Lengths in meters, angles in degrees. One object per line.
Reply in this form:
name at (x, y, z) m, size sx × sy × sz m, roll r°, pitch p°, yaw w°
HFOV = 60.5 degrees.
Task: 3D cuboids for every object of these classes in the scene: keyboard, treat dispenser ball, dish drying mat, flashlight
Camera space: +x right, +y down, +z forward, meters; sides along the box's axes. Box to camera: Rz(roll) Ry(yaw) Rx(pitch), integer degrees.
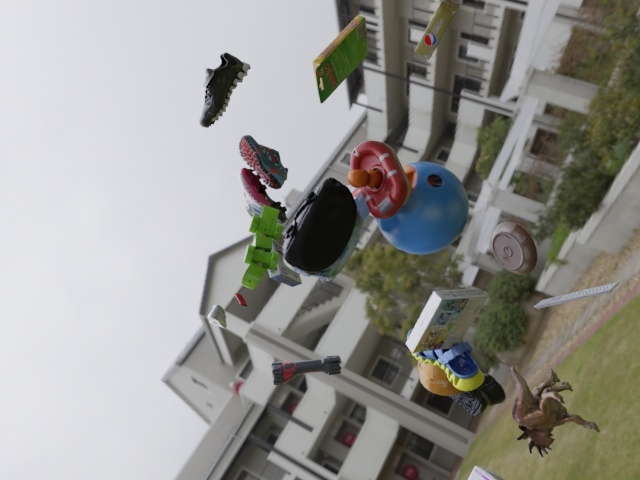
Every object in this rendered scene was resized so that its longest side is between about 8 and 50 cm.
keyboard at (0.802, 0.173, 1.730) m, size 0.072 × 0.014 × 0.256 m, roll -28°, pitch 2°, yaw -43°
treat dispenser ball at (0.314, -0.099, 1.705) m, size 0.288 × 0.288 × 0.288 m, roll -53°, pitch -23°, yaw -34°
dish drying mat at (-0.301, 0.225, 2.078) m, size 0.032 × 0.083 × 0.008 m, roll 23°, pitch -77°, yaw -33°
flashlight at (-0.063, 0.573, 2.431) m, size 0.103 × 0.304 × 0.103 m, roll -173°, pitch 78°, yaw -83°

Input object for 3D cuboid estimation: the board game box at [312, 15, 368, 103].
board game box at (0.055, -0.514, 1.562) m, size 0.259 × 0.039 × 0.124 m, roll -55°, pitch -27°, yaw -27°

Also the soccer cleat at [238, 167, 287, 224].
soccer cleat at (-0.265, -0.156, 2.247) m, size 0.331 × 0.143 × 0.116 m, roll 51°, pitch -157°, yaw -41°

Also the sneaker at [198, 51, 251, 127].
sneaker at (-0.302, -0.439, 1.576) m, size 0.106 × 0.078 × 0.234 m, roll 35°, pitch -98°, yaw -35°

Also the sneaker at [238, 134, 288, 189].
sneaker at (-0.229, -0.336, 2.242) m, size 0.262 × 0.104 × 0.125 m, roll 53°, pitch -128°, yaw -29°

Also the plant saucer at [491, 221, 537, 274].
plant saucer at (0.662, 0.033, 1.910) m, size 0.036 × 0.198 × 0.198 m, roll -21°, pitch -40°, yaw -23°

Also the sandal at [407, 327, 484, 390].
sandal at (0.393, 0.343, 1.754) m, size 0.126 × 0.317 × 0.138 m, roll -25°, pitch -64°, yaw -24°

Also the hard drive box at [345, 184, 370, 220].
hard drive box at (0.067, -0.112, 1.980) m, size 0.181 × 0.232 × 0.089 m, roll -52°, pitch -59°, yaw -33°

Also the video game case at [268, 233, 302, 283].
video game case at (-0.188, 0.078, 2.571) m, size 0.269 × 0.061 × 0.244 m, roll 37°, pitch -145°, yaw -67°

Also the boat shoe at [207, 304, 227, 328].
boat shoe at (-0.363, 0.268, 1.954) m, size 0.184 × 0.066 × 0.063 m, roll 84°, pitch -154°, yaw -69°

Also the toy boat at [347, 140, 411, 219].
toy boat at (0.141, -0.175, 1.538) m, size 0.151 × 0.231 × 0.151 m, roll 2°, pitch -35°, yaw -36°

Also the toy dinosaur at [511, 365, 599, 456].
toy dinosaur at (0.545, 0.440, 1.384) m, size 0.200 × 0.296 × 0.127 m, roll -41°, pitch 28°, yaw 25°

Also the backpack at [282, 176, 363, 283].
backpack at (0.000, 0.000, 1.696) m, size 0.290 × 0.273 × 0.355 m, roll -63°, pitch 13°, yaw -15°

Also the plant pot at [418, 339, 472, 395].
plant pot at (0.447, 0.414, 1.965) m, size 0.205 × 0.205 × 0.188 m, roll -48°, pitch -44°, yaw -44°

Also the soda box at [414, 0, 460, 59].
soda box at (0.365, -0.665, 1.721) m, size 0.061 × 0.058 × 0.181 m, roll -62°, pitch 0°, yaw -41°

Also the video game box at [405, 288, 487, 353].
video game box at (0.364, 0.232, 1.589) m, size 0.187 × 0.048 × 0.205 m, roll 0°, pitch -55°, yaw -34°

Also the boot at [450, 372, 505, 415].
boot at (0.553, 0.532, 2.047) m, size 0.207 × 0.246 × 0.094 m, roll -2°, pitch -53°, yaw -49°

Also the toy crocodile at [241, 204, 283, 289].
toy crocodile at (-0.204, 0.015, 1.914) m, size 0.105 × 0.115 × 0.340 m, roll 121°, pitch 161°, yaw -49°

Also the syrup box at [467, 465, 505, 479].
syrup box at (0.494, 0.845, 1.734) m, size 0.093 × 0.096 × 0.237 m, roll 31°, pitch -92°, yaw -38°
